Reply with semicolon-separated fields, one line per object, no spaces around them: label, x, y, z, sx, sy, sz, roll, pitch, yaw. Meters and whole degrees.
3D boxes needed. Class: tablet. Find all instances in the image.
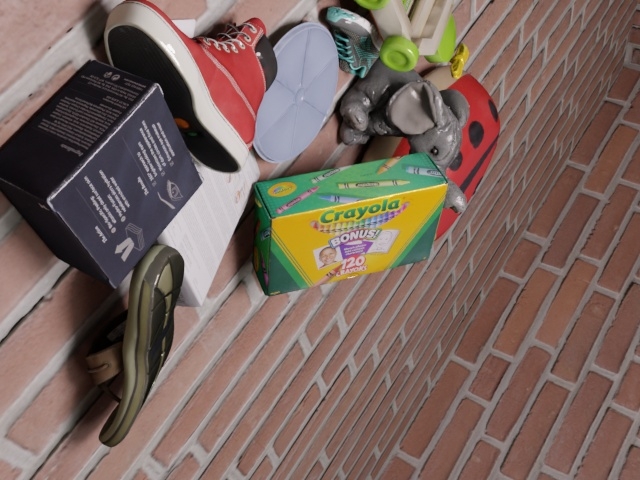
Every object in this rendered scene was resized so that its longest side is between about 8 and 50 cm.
tablet;-0.162;-0.205;0.846;0.054;0.006;0.083;-26;135;-54

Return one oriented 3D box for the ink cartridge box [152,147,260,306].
ink cartridge box;-0.156;-0.059;0.964;0.189;0.066;0.232;77;23;-53

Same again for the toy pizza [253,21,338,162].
toy pizza;-0.041;-0.205;1.054;0.201;0.032;0.201;-43;147;-37

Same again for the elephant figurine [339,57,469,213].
elephant figurine;0.164;-0.190;1.223;0.169;0.239;0.186;-48;150;-32

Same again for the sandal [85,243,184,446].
sandal;-0.230;0.120;0.907;0.120;0.086;0.302;-71;179;-58

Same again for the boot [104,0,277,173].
boot;-0.127;-0.210;0.823;0.244;0.088;0.176;54;50;-55

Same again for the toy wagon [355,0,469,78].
toy wagon;0.141;-0.374;1.113;0.344;0.068;0.267;56;49;-48

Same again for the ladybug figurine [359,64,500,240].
ladybug figurine;0.214;-0.146;1.453;0.449;0.162;0.305;-55;153;-22

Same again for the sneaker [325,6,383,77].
sneaker;0.048;-0.288;1.122;0.076;0.065;0.166;-64;154;6

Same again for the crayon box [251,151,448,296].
crayon box;0.040;-0.025;1.139;0.278;0.081;0.165;-12;138;-18

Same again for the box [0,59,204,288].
box;-0.217;-0.065;0.760;0.158;0.093;0.156;-55;153;-24
